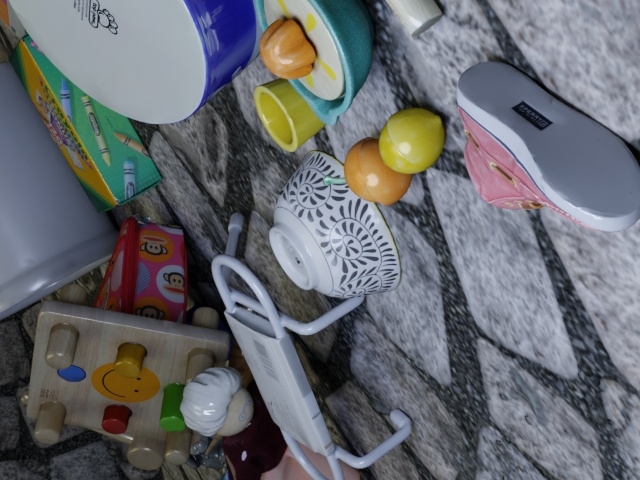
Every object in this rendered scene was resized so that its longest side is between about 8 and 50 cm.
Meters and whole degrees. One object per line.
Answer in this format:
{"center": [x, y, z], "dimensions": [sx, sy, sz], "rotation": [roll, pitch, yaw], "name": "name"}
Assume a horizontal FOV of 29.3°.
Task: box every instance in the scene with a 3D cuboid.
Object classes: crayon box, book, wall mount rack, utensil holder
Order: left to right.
{"center": [-0.573, -0.078, 2.176], "dimensions": [0.385, 0.328, 0.327], "rotation": [62, 160, -1], "name": "utensil holder"}
{"center": [-0.504, -0.390, 1.959], "dimensions": [0.144, 0.035, 0.096], "rotation": [49, 156, 22], "name": "book"}
{"center": [-0.354, -0.183, 1.832], "dimensions": [0.278, 0.081, 0.165], "rotation": [61, 160, -8], "name": "crayon box"}
{"center": [-0.035, 0.120, 1.471], "dimensions": [0.304, 0.130, 0.350], "rotation": [25, 142, 51], "name": "wall mount rack"}

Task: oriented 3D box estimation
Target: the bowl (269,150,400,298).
{"center": [0.000, 0.000, 1.260], "dimensions": [0.170, 0.080, 0.170], "rotation": [47, 157, 27], "name": "bowl"}

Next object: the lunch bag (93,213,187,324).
{"center": [-0.281, 0.107, 1.881], "dimensions": [0.293, 0.120, 0.258], "rotation": [118, 157, -46], "name": "lunch bag"}

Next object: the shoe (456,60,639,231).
{"center": [0.157, -0.047, 0.846], "dimensions": [0.178, 0.063, 0.081], "rotation": [49, 161, 39], "name": "shoe"}

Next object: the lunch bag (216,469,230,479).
{"center": [-0.105, 0.449, 2.120], "dimensions": [0.151, 0.096, 0.129], "rotation": [16, 156, -9], "name": "lunch bag"}

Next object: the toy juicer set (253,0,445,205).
{"center": [0.014, -0.144, 0.999], "dimensions": [0.209, 0.089, 0.329], "rotation": [49, 158, 26], "name": "toy juicer set"}

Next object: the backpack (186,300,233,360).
{"center": [-0.183, 0.160, 1.911], "dimensions": [0.098, 0.101, 0.120], "rotation": [51, 160, -13], "name": "backpack"}

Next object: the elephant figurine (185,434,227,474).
{"center": [-0.210, 0.354, 2.212], "dimensions": [0.239, 0.169, 0.186], "rotation": [61, -163, -60], "name": "elephant figurine"}

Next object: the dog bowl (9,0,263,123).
{"center": [-0.182, -0.244, 1.174], "dimensions": [0.265, 0.104, 0.265], "rotation": [28, 146, 20], "name": "dog bowl"}

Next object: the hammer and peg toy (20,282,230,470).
{"center": [-0.287, 0.222, 1.714], "dimensions": [0.361, 0.266, 0.127], "rotation": [112, 166, -46], "name": "hammer and peg toy"}

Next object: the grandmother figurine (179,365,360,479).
{"center": [-0.064, 0.261, 1.595], "dimensions": [0.342, 0.104, 0.207], "rotation": [46, -142, -44], "name": "grandmother figurine"}

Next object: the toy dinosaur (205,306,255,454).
{"center": [-0.104, 0.190, 1.718], "dimensions": [0.064, 0.112, 0.211], "rotation": [-155, 69, -67], "name": "toy dinosaur"}
